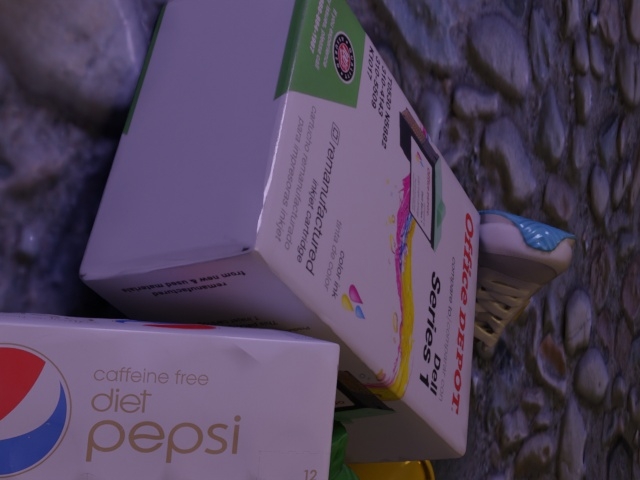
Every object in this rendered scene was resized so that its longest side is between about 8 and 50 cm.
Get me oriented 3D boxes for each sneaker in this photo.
[{"bbox_3d":[0.140,0.040,0.791,0.228,0.087,0.092,122,-13,-72],"label":"sneaker"}]

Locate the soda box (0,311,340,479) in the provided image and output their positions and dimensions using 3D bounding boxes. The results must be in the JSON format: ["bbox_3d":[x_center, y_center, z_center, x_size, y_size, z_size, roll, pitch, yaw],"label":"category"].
[{"bbox_3d":[-0.105,0.072,0.427,0.216,0.069,0.074,6,88,-18],"label":"soda box"}]

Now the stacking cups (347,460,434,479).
[{"bbox_3d":[-0.037,0.243,0.632,0.316,0.096,0.096,-41,126,-44],"label":"stacking cups"}]

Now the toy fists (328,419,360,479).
[{"bbox_3d":[-0.079,0.195,0.501,0.279,0.096,0.142,-12,101,-38],"label":"toy fists"}]

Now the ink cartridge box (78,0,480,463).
[{"bbox_3d":[0.000,0.000,0.609,0.278,0.117,0.201,48,42,-46],"label":"ink cartridge box"}]
